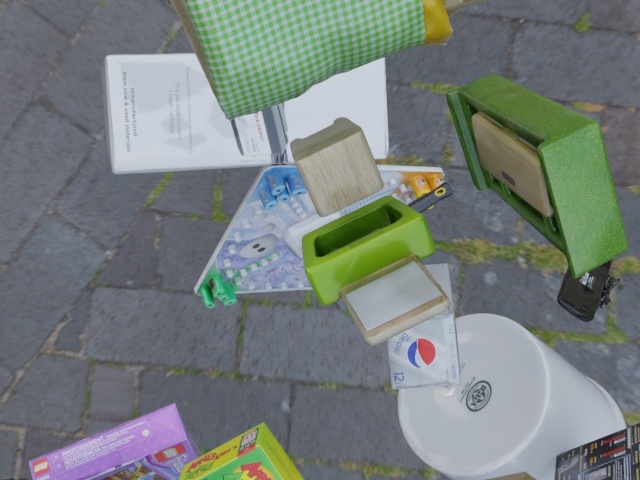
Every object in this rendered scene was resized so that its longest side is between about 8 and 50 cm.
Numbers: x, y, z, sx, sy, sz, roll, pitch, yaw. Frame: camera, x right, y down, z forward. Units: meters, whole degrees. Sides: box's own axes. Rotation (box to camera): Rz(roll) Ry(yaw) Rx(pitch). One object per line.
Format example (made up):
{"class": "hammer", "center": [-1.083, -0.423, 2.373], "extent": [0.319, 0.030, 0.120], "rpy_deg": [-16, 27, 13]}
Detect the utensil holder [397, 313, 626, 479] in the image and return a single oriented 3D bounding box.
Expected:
{"class": "utensil holder", "center": [0.374, 0.350, 1.688], "extent": [0.328, 0.327, 0.385], "rpy_deg": [-51, 136, 2]}

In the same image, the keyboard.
{"class": "keyboard", "center": [0.486, 0.086, 1.597], "extent": [0.100, 0.192, 0.038], "rpy_deg": [34, 136, 4]}

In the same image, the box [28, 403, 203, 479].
{"class": "box", "center": [-0.271, 0.337, 1.248], "extent": [0.200, 0.293, 0.057], "rpy_deg": [-20, 63, -10]}

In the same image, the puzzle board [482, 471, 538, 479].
{"class": "puzzle board", "center": [0.179, 0.227, 0.716], "extent": [0.096, 0.128, 0.011], "rpy_deg": [32, 103, 36]}

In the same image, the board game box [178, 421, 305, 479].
{"class": "board game box", "center": [-0.043, 0.268, 0.810], "extent": [0.092, 0.043, 0.181], "rpy_deg": [-30, 104, 11]}

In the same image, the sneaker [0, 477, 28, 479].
{"class": "sneaker", "center": [-0.311, 0.426, 0.977], "extent": [0.146, 0.134, 0.344], "rpy_deg": [-15, 103, 24]}

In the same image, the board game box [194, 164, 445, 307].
{"class": "board game box", "center": [0.000, 0.000, 1.672], "extent": [0.389, 0.390, 0.050], "rpy_deg": [-2, 54, -32]}

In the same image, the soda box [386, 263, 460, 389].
{"class": "soda box", "center": [0.143, 0.112, 1.222], "extent": [0.091, 0.286, 0.098], "rpy_deg": [-6, 100, 8]}

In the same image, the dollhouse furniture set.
{"class": "dollhouse furniture set", "center": [0.038, -0.101, 0.544], "extent": [0.197, 0.151, 0.302], "rpy_deg": [-26, 119, -2]}

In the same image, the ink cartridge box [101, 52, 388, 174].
{"class": "ink cartridge box", "center": [-0.125, -0.201, 1.330], "extent": [0.394, 0.285, 0.166], "rpy_deg": [-4, 100, -15]}

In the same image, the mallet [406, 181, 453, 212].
{"class": "mallet", "center": [0.069, -0.024, 1.042], "extent": [0.189, 0.039, 0.062], "rpy_deg": [-37, 77, -12]}

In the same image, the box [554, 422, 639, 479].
{"class": "box", "center": [0.477, 0.397, 1.335], "extent": [0.242, 0.307, 0.077], "rpy_deg": [-30, 98, 24]}
